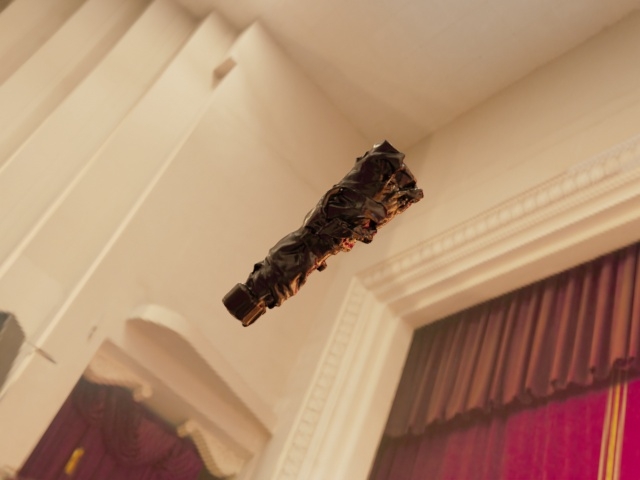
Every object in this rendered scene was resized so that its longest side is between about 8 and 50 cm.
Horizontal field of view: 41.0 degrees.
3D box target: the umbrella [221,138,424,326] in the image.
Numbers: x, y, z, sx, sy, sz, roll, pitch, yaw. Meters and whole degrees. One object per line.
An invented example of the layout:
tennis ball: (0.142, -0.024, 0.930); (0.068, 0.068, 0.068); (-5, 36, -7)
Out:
umbrella: (0.000, 0.000, 0.815); (0.224, 0.071, 0.080); (-40, -48, 2)
